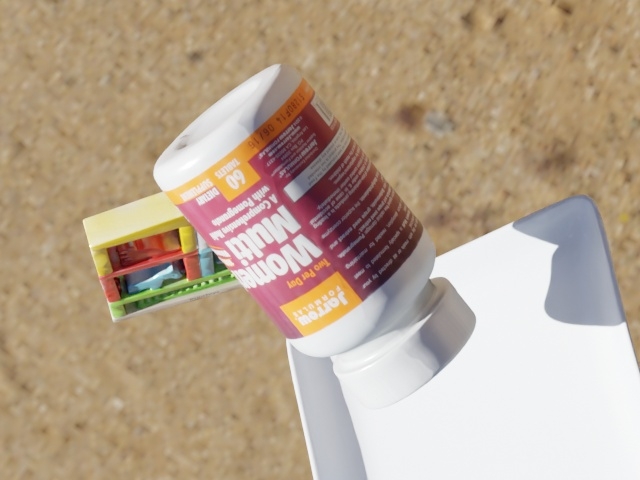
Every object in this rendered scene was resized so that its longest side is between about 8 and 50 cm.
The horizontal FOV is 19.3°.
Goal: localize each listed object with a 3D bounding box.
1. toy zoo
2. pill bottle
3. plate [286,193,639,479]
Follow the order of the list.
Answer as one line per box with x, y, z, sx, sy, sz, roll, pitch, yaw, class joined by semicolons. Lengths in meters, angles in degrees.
-0.116;-0.001;1.750;0.192;0.030;0.293;-16;163;-6;toy zoo
0.000;0.000;1.265;0.121;0.121;0.221;-28;107;41;pill bottle
0.118;0.141;1.363;0.277;0.278;0.045;-25;153;27;plate
